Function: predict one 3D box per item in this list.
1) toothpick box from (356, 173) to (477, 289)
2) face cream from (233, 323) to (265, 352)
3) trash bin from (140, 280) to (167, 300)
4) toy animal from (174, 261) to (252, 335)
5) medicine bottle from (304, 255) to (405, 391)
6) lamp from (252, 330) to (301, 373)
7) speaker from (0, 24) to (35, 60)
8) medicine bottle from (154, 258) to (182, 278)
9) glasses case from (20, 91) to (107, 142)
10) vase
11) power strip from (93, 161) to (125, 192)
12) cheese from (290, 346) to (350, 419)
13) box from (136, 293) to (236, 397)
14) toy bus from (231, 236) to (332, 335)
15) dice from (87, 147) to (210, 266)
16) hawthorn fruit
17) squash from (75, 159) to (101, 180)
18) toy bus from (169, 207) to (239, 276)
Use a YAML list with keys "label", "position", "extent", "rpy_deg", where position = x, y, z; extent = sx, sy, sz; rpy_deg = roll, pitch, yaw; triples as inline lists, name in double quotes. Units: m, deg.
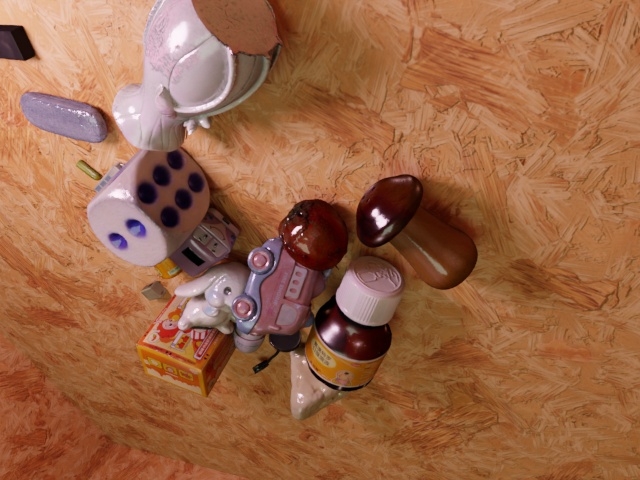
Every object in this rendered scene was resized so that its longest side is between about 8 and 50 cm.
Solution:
- label: "toothpick box"
  position: [0.219, -0.018, 1.160]
  extent: [0.294, 0.192, 0.192]
  rpy_deg: [38, 137, -18]
- label: "face cream"
  position: [-0.256, 0.336, 1.781]
  extent: [0.117, 0.117, 0.104]
  rpy_deg: [23, 119, 7]
- label: "trash bin"
  position: [-0.645, 0.197, 1.912]
  extent: [0.092, 0.043, 0.061]
  rpy_deg: [-20, 119, 40]
- label: "toy animal"
  position: [-0.323, 0.184, 1.629]
  extent: [0.289, 0.174, 0.249]
  rpy_deg: [-27, 150, 16]
- label: "medicine bottle"
  position: [0.098, 0.230, 1.430]
  extent: [0.242, 0.242, 0.395]
  rpy_deg: [20, 124, 9]
- label: "lamp"
  position: [-0.184, 0.398, 1.853]
  extent: [0.109, 0.130, 0.371]
  rpy_deg: [55, 150, 7]
- label: "speaker"
  position: [-0.880, -0.536, 1.339]
  extent: [0.218, 0.044, 0.082]
  rpy_deg: [10, 134, 20]
- label: "medicine bottle"
  position: [-0.538, 0.032, 1.660]
  extent: [0.096, 0.096, 0.192]
  rpy_deg: [-3, 130, 29]
- label: "glasses case"
  position: [-0.737, -0.353, 1.422]
  extent: [0.282, 0.067, 0.109]
  rpy_deg: [17, 133, 15]
- label: "vase"
  position: [-0.289, -0.360, 1.072]
  extent: [0.250, 0.250, 0.445]
  rpy_deg: [45, 139, -17]
- label: "power strip"
  position: [-0.645, -0.178, 1.563]
  extent: [0.081, 0.035, 0.192]
  rpy_deg: [46, 135, -18]
- label: "cheese"
  position: [0.007, 0.512, 1.753]
  extent: [0.247, 0.251, 0.174]
  rpy_deg: [0, 133, 7]
- label: "box"
  position: [-0.461, 0.358, 1.791]
  extent: [0.259, 0.284, 0.214]
  rpy_deg: [17, 137, 12]
- label: "toy bus"
  position: [-0.109, 0.145, 1.419]
  extent: [0.231, 0.295, 0.197]
  rpy_deg: [19, 179, -1]
- label: "dice"
  position: [-0.472, -0.103, 1.384]
  extent: [0.251, 0.259, 0.243]
  rpy_deg: [-25, 118, 40]
- label: "hawthorn fruit"
  position: [0.000, 0.000, 1.312]
  extent: [0.181, 0.181, 0.235]
  rpy_deg: [-13, 137, 36]
- label: "squash"
  position: [-0.734, -0.220, 1.575]
  extent: [0.083, 0.027, 0.027]
  rpy_deg: [42, 136, -14]
- label: "toy bus"
  position: [-0.357, 0.008, 1.508]
  extent: [0.142, 0.142, 0.202]
  rpy_deg: [45, 135, -16]
